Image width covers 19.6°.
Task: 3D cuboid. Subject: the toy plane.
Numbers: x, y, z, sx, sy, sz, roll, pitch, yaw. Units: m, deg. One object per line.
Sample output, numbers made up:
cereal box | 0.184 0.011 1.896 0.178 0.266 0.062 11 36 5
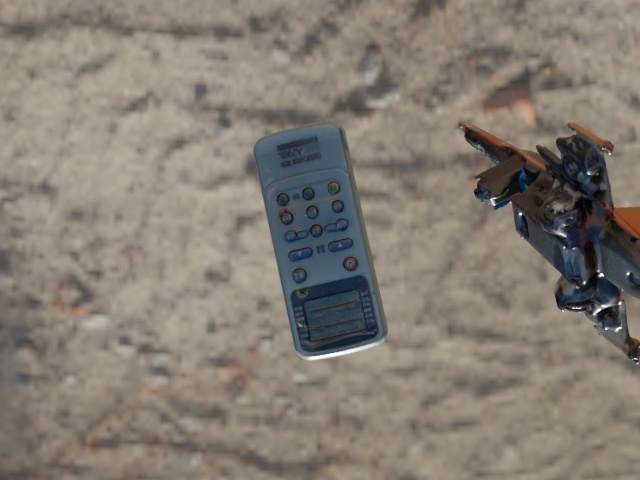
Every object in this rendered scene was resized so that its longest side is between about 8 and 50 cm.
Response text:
toy plane | 0.116 -0.013 0.919 0.062 0.188 0.135 -34 133 -26

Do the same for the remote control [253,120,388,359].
remote control | 0.000 0.000 0.983 0.053 0.124 0.018 -12 176 7
